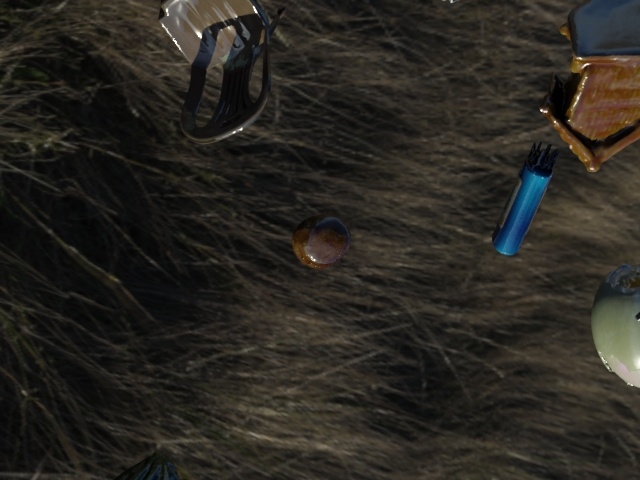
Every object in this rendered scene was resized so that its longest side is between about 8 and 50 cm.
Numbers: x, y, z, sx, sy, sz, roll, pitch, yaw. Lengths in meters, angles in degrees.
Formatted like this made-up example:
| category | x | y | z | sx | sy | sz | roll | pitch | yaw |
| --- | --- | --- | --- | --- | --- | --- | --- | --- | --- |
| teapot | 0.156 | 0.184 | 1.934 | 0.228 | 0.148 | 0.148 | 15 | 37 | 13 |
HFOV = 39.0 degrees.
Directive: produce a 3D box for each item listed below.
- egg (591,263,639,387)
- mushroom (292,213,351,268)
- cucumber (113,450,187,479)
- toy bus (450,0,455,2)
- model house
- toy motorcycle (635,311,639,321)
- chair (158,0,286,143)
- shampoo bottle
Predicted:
| category | x | y | z | sx | sy | sz | roll | pitch | yaw |
| --- | --- | --- | --- | --- | --- | --- | --- | --- | --- |
| egg | 0.575 | 0.158 | 1.604 | 0.183 | 0.183 | 0.217 | -27 | 115 | -38 |
| mushroom | 0.000 | 0.000 | 1.883 | 0.127 | 0.087 | 0.127 | -2 | 116 | -3 |
| cucumber | -0.168 | 0.258 | 0.580 | 0.265 | 0.077 | 0.077 | -51 | 128 | -18 |
| toy bus | 0.192 | -0.425 | 1.435 | 0.052 | 0.102 | 0.058 | -28 | 142 | -25 |
| model house | 0.445 | -0.250 | 1.402 | 0.199 | 0.220 | 0.229 | -89 | -173 | -46 |
| toy motorcycle | 0.324 | 0.011 | 0.677 | 0.082 | 0.122 | 0.213 | 14 | 127 | -43 |
| chair | -0.168 | -0.330 | 1.455 | 0.183 | 0.176 | 0.326 | 52 | 28 | -33 |
| shampoo bottle | 0.328 | -0.071 | 1.446 | 0.087 | 0.050 | 0.183 | -62 | 171 | -62 |
